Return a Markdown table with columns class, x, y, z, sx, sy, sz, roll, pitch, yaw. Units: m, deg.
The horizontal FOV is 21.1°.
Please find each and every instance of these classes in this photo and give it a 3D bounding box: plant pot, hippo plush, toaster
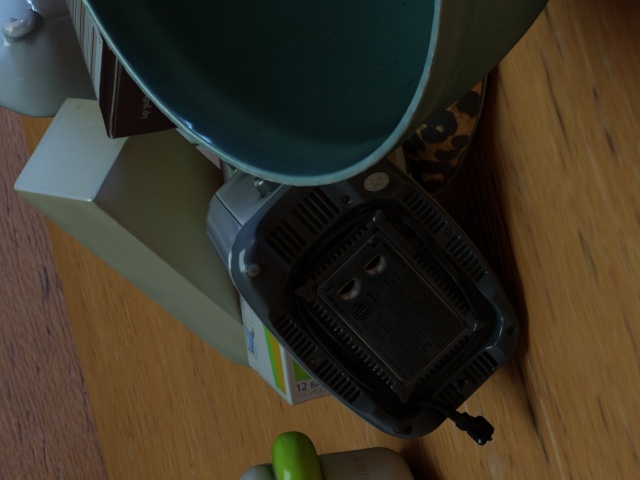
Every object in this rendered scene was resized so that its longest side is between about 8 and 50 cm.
| class | x | y | z | sx | sy | sz | roll | pitch | yaw |
| --- | --- | --- | --- | --- | --- | --- | --- | --- | --- |
| plant pot | 0.019 | -0.197 | 0.811 | 0.293 | 0.196 | 0.293 | 32 | 137 | 36 |
| hippo plush | -0.177 | -0.152 | 1.407 | 0.234 | 0.236 | 0.294 | 135 | 132 | -62 |
| toaster | 0.027 | 0.023 | 1.096 | 0.227 | 0.129 | 0.146 | 45 | -179 | -23 |

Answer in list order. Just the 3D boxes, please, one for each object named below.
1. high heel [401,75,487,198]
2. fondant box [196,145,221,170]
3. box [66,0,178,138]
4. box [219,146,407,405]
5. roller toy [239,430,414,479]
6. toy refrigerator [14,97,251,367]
| class | x | y | z | sx | sy | sz | roll | pitch | yaw |
| --- | --- | --- | --- | --- | --- | --- | --- | --- | --- |
| high heel | 0.001 | -0.130 | 1.013 | 0.093 | 0.186 | 0.261 | -133 | 34 | -57 |
| fondant box | -0.192 | -0.110 | 1.796 | 0.330 | 0.096 | 0.238 | -142 | 37 | -61 |
| box | -0.065 | -0.195 | 1.154 | 0.167 | 0.203 | 0.168 | 106 | 147 | -58 |
| box | 0.000 | 0.000 | 1.248 | 0.103 | 0.114 | 0.203 | -147 | 48 | -67 |
| roller toy | 0.019 | 0.260 | 1.325 | 0.209 | 0.146 | 0.191 | 93 | 167 | -59 |
| toy refrigerator | -0.096 | -0.001 | 1.322 | 0.102 | 0.094 | 0.269 | 9 | 154 | 46 |
